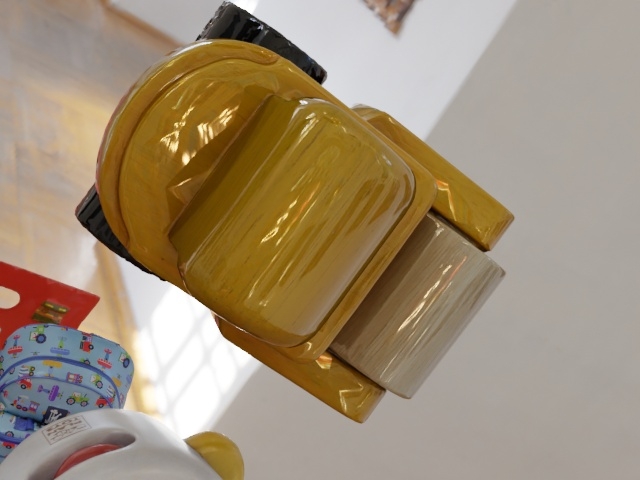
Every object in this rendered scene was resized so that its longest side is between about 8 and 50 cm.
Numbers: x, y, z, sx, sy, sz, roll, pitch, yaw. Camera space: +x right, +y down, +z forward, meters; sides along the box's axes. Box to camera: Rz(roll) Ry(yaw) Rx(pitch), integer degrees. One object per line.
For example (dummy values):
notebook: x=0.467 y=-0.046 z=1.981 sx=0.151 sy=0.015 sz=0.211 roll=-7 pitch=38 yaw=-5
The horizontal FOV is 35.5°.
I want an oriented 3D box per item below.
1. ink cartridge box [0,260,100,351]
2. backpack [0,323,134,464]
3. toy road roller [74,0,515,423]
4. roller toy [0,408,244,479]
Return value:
ink cartridge box: x=-0.460 y=0.188 z=1.126 sx=0.308 sy=0.385 sz=0.091 roll=26 pitch=18 yaw=-44
backpack: x=-0.284 y=0.176 z=1.070 sx=0.158 sy=0.173 sz=0.117 roll=21 pitch=38 yaw=-19
toy road roller: x=0.000 y=0.000 z=0.694 sx=0.329 sy=0.202 sz=0.240 roll=35 pitch=3 yaw=-22
roller toy: x=-0.166 y=0.234 z=0.788 sx=0.191 sy=0.209 sz=0.146 roll=28 pitch=-4 yaw=-28
